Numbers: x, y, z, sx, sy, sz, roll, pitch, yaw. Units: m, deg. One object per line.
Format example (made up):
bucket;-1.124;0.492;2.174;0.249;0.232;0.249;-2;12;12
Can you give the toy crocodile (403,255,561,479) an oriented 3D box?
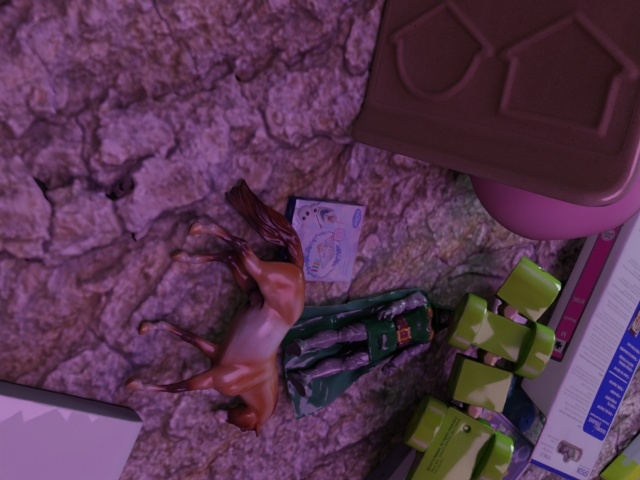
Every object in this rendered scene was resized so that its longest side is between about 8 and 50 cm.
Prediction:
toy crocodile;0.183;0.176;0.959;0.115;0.105;0.340;23;88;2

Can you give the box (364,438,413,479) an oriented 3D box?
box;0.148;0.338;1.078;0.145;0.038;0.186;-43;123;-11

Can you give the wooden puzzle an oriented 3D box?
wooden puzzle;0.195;-0.228;0.756;0.080;0.322;0.347;8;101;-44

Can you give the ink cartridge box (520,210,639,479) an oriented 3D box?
ink cartridge box;0.376;0.138;1.099;0.176;0.069;0.371;31;80;-43

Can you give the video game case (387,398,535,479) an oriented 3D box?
video game case;0.179;0.302;1.043;0.190;0.022;0.173;-50;122;-6

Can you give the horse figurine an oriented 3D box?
horse figurine;-0.085;0.077;0.834;0.174;0.066;0.263;20;97;-23

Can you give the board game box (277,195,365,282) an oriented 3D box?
board game box;0.000;0.000;0.890;0.090;0.020;0.090;5;103;-31

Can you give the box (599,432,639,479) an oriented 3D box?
box;0.539;0.358;1.315;0.178;0.042;0.109;-40;122;-13

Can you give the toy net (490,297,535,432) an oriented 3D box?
toy net;0.229;0.174;1.072;0.122;0.045;0.232;-21;114;-21

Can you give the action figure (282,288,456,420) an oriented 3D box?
action figure;0.066;0.113;0.945;0.232;0.063;0.137;-16;110;-30

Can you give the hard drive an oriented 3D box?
hard drive;-0.324;0.288;0.778;0.203;0.040;0.307;22;94;-34

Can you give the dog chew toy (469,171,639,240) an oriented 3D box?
dog chew toy;0.250;-0.172;0.883;0.207;0.207;0.331;-17;100;-26
